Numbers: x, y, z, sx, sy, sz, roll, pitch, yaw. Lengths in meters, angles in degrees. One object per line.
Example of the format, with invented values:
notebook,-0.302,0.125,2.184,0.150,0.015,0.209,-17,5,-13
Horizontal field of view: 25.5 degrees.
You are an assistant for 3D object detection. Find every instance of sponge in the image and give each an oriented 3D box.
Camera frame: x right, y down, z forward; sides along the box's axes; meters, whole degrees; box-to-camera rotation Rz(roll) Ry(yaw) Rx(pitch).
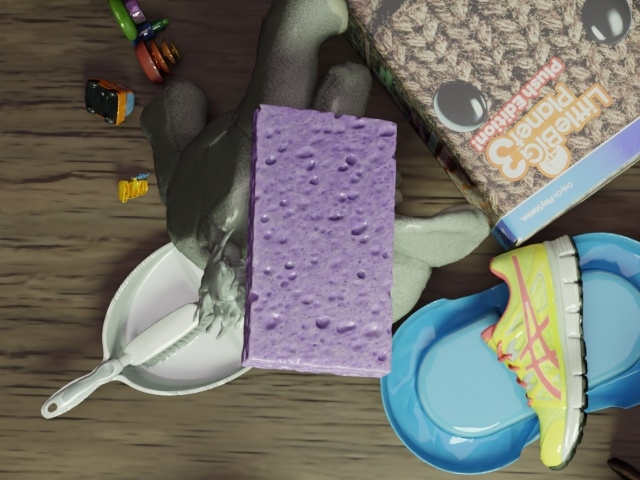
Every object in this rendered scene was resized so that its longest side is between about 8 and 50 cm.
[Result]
sponge,0.000,0.000,1.129,0.117,0.031,0.210,5,76,-13

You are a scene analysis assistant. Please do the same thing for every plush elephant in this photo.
plush elephant,0.004,-0.025,1.293,0.272,0.255,0.330,-36,43,37

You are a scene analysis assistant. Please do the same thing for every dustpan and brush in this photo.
dustpan and brush,-0.176,0.108,1.370,0.211,0.060,0.147,-34,85,0

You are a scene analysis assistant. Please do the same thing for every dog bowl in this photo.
dog bowl,0.199,0.107,1.343,0.297,0.074,0.166,-25,85,1

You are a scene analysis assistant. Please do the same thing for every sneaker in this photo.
sneaker,0.193,0.102,1.274,0.094,0.081,0.209,-4,79,11

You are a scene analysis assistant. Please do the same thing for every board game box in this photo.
board game box,0.187,-0.174,1.330,0.232,0.141,0.291,-37,84,0

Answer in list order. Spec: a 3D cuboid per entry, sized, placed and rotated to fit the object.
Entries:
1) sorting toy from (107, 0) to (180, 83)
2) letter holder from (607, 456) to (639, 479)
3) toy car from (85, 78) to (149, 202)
sorting toy,-0.169,-0.205,1.394,0.042,0.061,0.102,-28,108,0
letter holder,0.292,0.311,1.208,0.214,0.302,0.152,43,89,6
toy car,-0.201,-0.103,1.410,0.040,0.060,0.122,-16,105,-41
